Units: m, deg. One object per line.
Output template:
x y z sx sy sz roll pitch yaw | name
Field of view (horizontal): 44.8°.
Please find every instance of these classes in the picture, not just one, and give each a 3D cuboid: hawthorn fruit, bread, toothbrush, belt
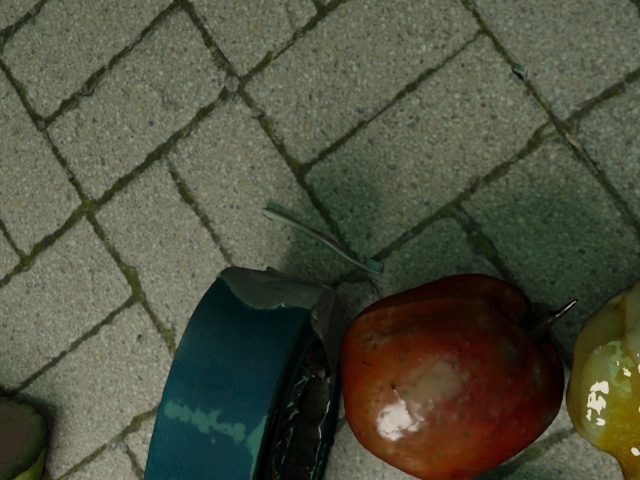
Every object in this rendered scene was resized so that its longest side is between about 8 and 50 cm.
0.176 0.143 0.931 0.300 0.254 0.254 -43 77 32 | hawthorn fruit
0.452 0.161 0.855 0.342 0.210 0.300 -6 100 26 | bread
0.000 0.000 1.124 0.204 0.017 0.022 27 111 18 | toothbrush
-0.091 0.255 1.015 0.173 0.300 0.436 17 94 18 | belt

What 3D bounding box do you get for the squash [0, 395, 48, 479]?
-0.584 0.454 1.250 0.311 0.310 0.308 10 114 20 | squash
